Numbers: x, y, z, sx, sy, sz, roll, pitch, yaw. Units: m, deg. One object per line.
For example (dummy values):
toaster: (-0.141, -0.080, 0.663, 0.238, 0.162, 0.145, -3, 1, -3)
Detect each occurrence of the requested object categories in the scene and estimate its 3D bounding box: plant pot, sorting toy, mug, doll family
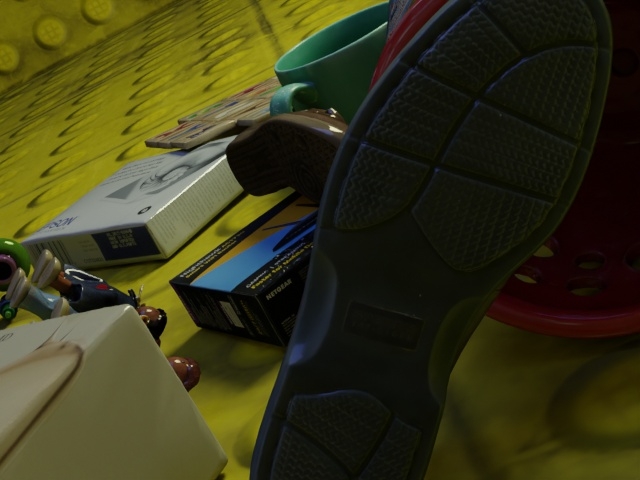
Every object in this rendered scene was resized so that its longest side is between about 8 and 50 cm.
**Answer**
plant pot: (0.137, -0.073, 0.610, 0.191, 0.191, 0.174, -17, 19, 30)
sorting toy: (-0.302, 0.049, 1.106, 0.102, 0.061, 0.042, -51, 19, 3)
mug: (0.027, -0.131, 1.061, 0.158, 0.097, 0.129, -30, 19, -5)
doll family: (-0.134, 0.064, 0.768, 0.076, 0.111, 0.193, -59, 27, 14)

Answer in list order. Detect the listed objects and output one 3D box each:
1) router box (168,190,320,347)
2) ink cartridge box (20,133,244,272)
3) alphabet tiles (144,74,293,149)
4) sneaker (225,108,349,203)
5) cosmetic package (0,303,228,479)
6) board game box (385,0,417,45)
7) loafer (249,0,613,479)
router box: (0.000, 0.000, 0.831, 0.179, 0.046, 0.133, -36, 19, -25)
ink cartridge box: (-0.150, -0.051, 1.177, 0.223, 0.045, 0.224, -8, 27, 46)
alphabet tiles: (-0.015, -0.171, 1.287, 0.342, 0.011, 0.285, -27, 13, -17)
sneaker: (-0.005, -0.071, 0.848, 0.071, 0.066, 0.188, -34, 17, -21)
cosmetic package: (-0.197, 0.168, 0.563, 0.160, 0.113, 0.309, -14, 24, 36)
board game box: (0.132, -0.187, 0.991, 0.060, 0.194, 0.194, -65, -4, 35)
loafer: (0.037, 0.006, 0.526, 0.084, 0.096, 0.267, -101, 35, -80)
